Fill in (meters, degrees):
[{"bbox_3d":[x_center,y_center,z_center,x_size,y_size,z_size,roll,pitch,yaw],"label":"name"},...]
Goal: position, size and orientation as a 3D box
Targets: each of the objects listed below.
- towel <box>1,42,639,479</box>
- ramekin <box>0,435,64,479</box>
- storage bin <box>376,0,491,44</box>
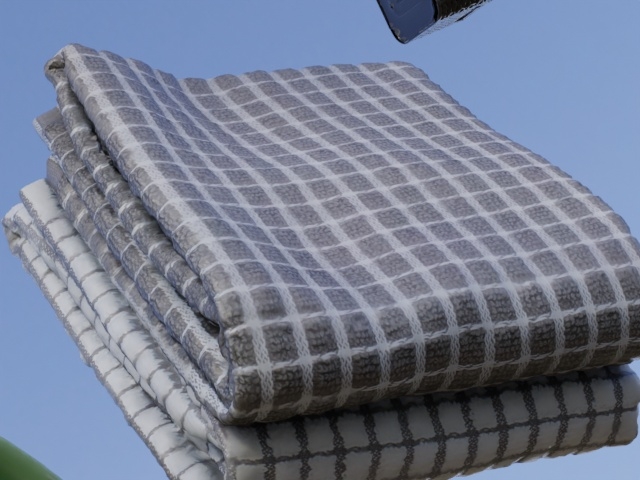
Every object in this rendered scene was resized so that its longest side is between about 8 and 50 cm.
[{"bbox_3d":[0.000,0.000,0.845,0.235,0.283,0.121,-9,-55,-28],"label":"towel"},{"bbox_3d":[-0.197,0.234,0.756,0.148,0.303,0.303,-38,-40,25],"label":"ramekin"},{"bbox_3d":[0.103,-0.319,1.870,0.084,0.180,0.122,-25,0,-23],"label":"storage bin"}]
